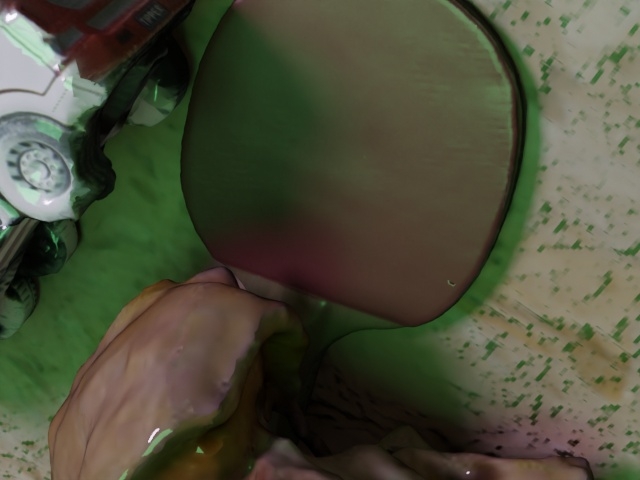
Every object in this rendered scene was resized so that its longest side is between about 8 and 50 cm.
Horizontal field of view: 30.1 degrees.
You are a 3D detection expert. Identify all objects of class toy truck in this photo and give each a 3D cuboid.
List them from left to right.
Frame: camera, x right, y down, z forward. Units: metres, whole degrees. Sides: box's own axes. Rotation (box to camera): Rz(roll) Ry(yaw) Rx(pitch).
[{"bbox_3d":[-0.166,-0.025,0.500,0.135,0.114,0.270,37,125,-7],"label":"toy truck"}]

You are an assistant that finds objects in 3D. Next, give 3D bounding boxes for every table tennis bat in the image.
[{"bbox_3d":[0.000,0.000,0.506,0.138,0.022,0.246,22,120,9],"label":"table tennis bat"}]

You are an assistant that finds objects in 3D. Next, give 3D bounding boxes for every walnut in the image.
[{"bbox_3d":[-0.012,0.144,0.497,0.238,0.141,0.204,28,127,-11],"label":"walnut"}]
